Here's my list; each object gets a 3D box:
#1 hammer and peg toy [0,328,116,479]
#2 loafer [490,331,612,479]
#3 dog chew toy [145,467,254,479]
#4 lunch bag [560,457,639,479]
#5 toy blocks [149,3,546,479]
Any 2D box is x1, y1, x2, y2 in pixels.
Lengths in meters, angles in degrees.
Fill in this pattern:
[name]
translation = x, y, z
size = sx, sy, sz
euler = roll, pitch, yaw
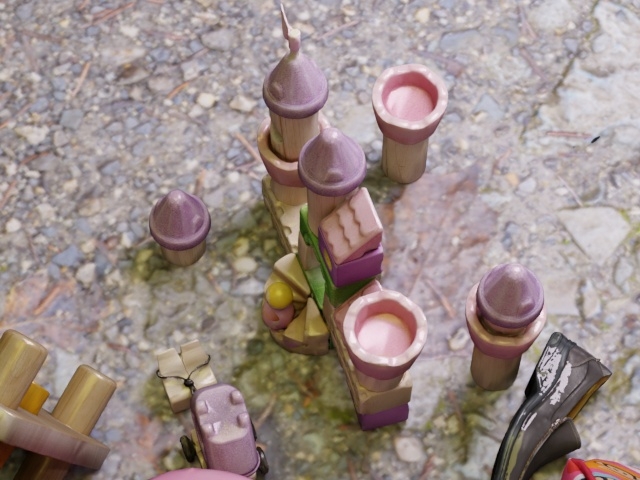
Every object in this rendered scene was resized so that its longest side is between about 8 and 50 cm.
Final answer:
[hammer and peg toy]
translation = -0.352, 0.077, 1.410
size = 0.361, 0.266, 0.127
euler = 28, 84, 13
[loafer]
translation = 0.187, 0.156, 1.478
size = 0.061, 0.062, 0.170
euler = 25, 66, 8
[dog chew toy]
translation = -0.170, 0.278, 1.343
size = 0.331, 0.207, 0.207
euler = -4, 62, 7
[lunch bag]
translation = 0.306, 0.252, 1.329
size = 0.293, 0.258, 0.120
euler = 20, 95, -1
[toy blocks]
translation = 0.000, 0.000, 1.448
size = 0.308, 0.260, 0.289
euler = -18, 64, -9
